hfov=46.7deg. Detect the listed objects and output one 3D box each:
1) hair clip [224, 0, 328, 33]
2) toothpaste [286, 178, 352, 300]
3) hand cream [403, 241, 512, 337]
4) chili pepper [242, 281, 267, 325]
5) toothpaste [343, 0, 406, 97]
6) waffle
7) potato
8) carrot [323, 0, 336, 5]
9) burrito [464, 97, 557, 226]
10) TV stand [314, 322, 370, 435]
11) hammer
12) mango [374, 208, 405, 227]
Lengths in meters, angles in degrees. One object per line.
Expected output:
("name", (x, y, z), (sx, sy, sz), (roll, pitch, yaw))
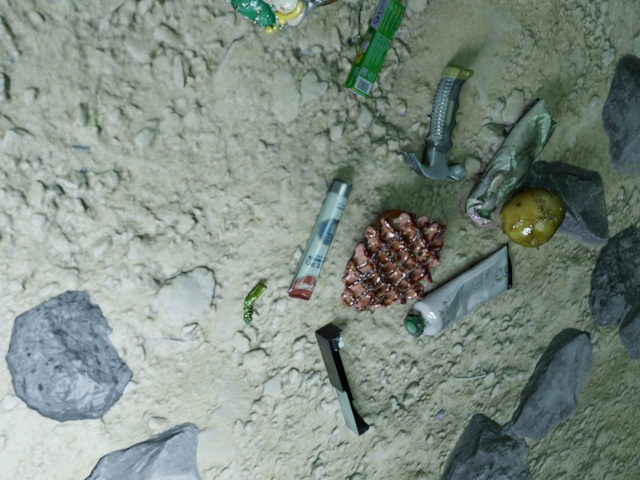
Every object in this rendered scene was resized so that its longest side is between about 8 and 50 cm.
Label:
("hair clip", (-0.018, -0.387, 1.077), (0.138, 0.321, 0.091), (32, 53, -35))
("toothpaste", (0.000, 0.000, 1.392), (0.062, 0.039, 0.239), (16, 98, -44))
("hand cream", (0.318, 0.119, 1.636), (0.336, 0.076, 0.121), (-26, 124, -32))
("chili pepper", (-0.125, 0.115, 1.354), (0.027, 0.022, 0.083), (26, 86, -36))
("toothpaste", (0.098, -0.349, 1.343), (0.043, 0.037, 0.178), (21, 93, -33))
("waffle", (0.145, 0.042, 1.463), (0.221, 0.055, 0.234), (-6, 129, -25))
("potato", (0.466, -0.054, 1.625), (0.176, 0.137, 0.137), (-28, 126, -63))
("carrot", (0.048, -0.530, 1.139), (0.241, 0.341, 0.241), (16, 65, -39))
("burrito", (0.410, -0.168, 1.593), (0.096, 0.066, 0.309), (40, 81, -38))
("TV stand", (0.048, 0.287, 1.511), (0.040, 0.049, 0.256), (-29, 119, -24))
("hammer", (0.245, -0.233, 1.477), (0.159, 0.041, 0.226), (4, 104, -37))
("mango", (0.139, -0.026, 1.470), (0.089, 0.046, 0.060), (-37, 124, -14))
